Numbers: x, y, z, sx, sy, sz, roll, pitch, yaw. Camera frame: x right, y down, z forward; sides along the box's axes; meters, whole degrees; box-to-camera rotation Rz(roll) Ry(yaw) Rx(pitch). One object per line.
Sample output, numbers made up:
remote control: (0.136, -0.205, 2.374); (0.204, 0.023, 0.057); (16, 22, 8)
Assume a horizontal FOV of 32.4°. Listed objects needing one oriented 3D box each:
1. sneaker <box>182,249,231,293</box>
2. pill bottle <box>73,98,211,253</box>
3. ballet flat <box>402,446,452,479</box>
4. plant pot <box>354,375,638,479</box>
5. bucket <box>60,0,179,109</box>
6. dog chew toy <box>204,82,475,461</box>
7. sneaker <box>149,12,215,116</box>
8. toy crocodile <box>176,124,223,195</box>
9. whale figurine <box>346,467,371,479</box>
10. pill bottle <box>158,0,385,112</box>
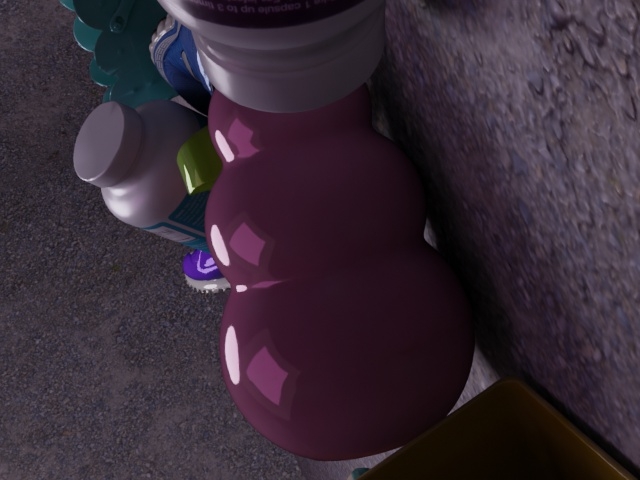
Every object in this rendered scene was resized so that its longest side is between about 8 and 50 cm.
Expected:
sneaker: (-0.097, -0.013, 1.476); (0.293, 0.102, 0.146); (-6, 99, 53)
pill bottle: (-0.146, -0.069, 1.253); (0.264, 0.146, 0.146); (23, -155, -43)
ballet flat: (0.132, 0.208, 0.921); (0.213, 0.068, 0.072); (24, -170, -47)
plant pot: (0.134, 0.259, 0.767); (0.187, 0.212, 0.212); (58, 174, -24)
bucket: (-0.222, -0.300, 1.368); (0.281, 0.183, 0.281); (156, 90, -79)
dog chew toy: (0.000, 0.000, 0.876); (0.206, 0.207, 0.331); (-173, 68, -78)
sneaker: (-0.096, -0.182, 1.133); (0.330, 0.130, 0.147); (113, 136, -76)
toy crocodile: (-0.049, -0.062, 1.102); (0.340, 0.105, 0.115); (3, -117, -82)
whale figurine: (0.120, 0.335, 1.247); (0.216, 0.141, 0.272); (52, -169, 11)
pill bottle: (-0.032, -0.216, 0.610); (0.301, 0.169, 0.169); (82, 162, -54)
